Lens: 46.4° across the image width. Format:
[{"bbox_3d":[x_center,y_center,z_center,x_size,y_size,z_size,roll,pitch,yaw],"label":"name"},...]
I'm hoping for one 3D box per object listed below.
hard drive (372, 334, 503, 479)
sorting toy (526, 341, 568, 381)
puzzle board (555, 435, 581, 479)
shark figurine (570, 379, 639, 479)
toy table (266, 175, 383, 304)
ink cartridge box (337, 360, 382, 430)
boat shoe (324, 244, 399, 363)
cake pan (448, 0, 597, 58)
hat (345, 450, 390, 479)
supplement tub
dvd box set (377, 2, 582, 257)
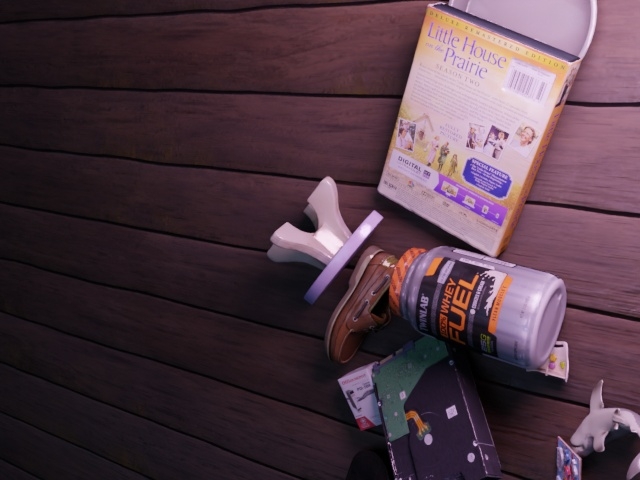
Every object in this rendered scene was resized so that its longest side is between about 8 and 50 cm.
[{"bbox_3d":[0.236,0.378,1.591,0.237,0.064,0.338,-39,48,34],"label":"hard drive"},{"bbox_3d":[0.467,0.236,1.504,0.083,0.045,0.075,12,99,33],"label":"sorting toy"},{"bbox_3d":[0.497,0.475,1.503,0.011,0.096,0.128,-4,103,-8],"label":"puzzle board"},{"bbox_3d":[0.584,0.361,1.392,0.116,0.278,0.166,21,81,-9],"label":"shark figurine"},{"bbox_3d":[0.000,0.000,1.676,0.161,0.252,0.274,41,110,4],"label":"toy table"},{"bbox_3d":[0.115,0.369,1.768,0.099,0.056,0.135,-30,82,36],"label":"ink cartridge box"},{"bbox_3d":[0.101,0.168,1.704,0.104,0.111,0.307,32,116,28],"label":"boat shoe"},{"bbox_3d":[0.382,-0.417,1.420,0.293,0.054,0.293,8,104,34],"label":"cake pan"},{"bbox_3d":[0.132,0.658,1.735,0.134,0.331,0.331,20,117,-13],"label":"hat"},{"bbox_3d":[0.310,0.124,1.496,0.316,0.194,0.193,15,108,33],"label":"supplement tub"},{"bbox_3d":[0.292,-0.214,1.473,0.308,0.062,0.420,31,127,27],"label":"dvd box set"}]
